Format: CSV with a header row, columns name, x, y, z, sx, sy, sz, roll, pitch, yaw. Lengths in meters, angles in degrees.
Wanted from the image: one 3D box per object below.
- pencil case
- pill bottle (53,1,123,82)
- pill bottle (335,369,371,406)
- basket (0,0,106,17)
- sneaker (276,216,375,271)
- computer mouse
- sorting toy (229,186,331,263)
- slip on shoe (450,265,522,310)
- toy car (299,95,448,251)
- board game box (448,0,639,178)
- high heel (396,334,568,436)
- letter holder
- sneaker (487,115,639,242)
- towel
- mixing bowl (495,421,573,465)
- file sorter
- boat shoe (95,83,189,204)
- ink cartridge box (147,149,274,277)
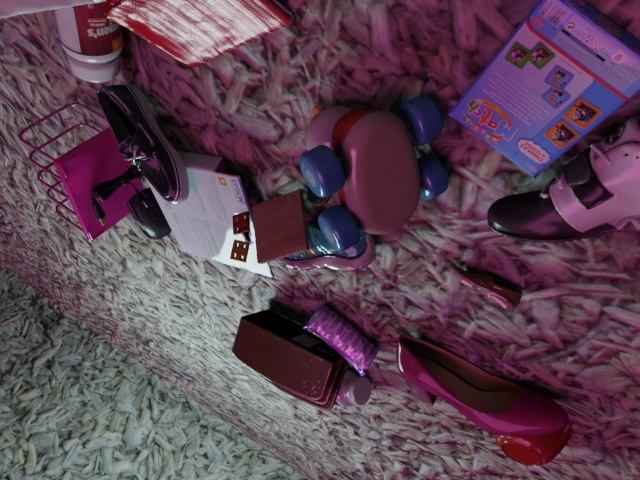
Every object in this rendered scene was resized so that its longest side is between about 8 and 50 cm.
name,x,y,z,sx,sy,sz,roll,pitch,yaw
pencil case,0.055,0.260,1.325,0.206,0.088,0.086,38,134,-1
pill bottle,-0.455,-0.432,0.981,0.121,0.121,0.221,34,144,7
pill bottle,0.058,0.444,1.508,0.180,0.108,0.107,-8,124,45
basket,-0.449,-0.469,0.661,0.328,0.332,0.266,21,127,62
sneaker,0.000,0.000,1.103,0.276,0.107,0.109,-2,109,37
computer mouse,-0.502,-0.071,1.361,0.060,0.184,0.261,38,151,37
sorting toy,-0.085,-0.023,1.074,0.275,0.132,0.046,-17,161,31
slip on shoe,0.314,0.081,0.945,0.135,0.051,0.041,34,105,20
toy car,0.051,-0.141,0.841,0.238,0.219,0.210,44,159,48
board game box,0.293,-0.197,0.654,0.160,0.039,0.211,38,144,1
high heel,0.342,0.318,1.115,0.378,0.127,0.181,0,124,36
letter holder,-0.096,0.361,1.428,0.302,0.152,0.214,22,100,22
sneaker,0.375,-0.087,0.650,0.331,0.122,0.146,-8,118,36
towel,-0.205,-0.371,0.819,0.275,0.031,0.199,-2,164,41
mixing bowl,0.479,0.456,1.160,0.182,0.098,0.181,23,141,20
file sorter,-0.636,-0.188,1.344,0.182,0.202,0.290,30,144,17
boat shoe,-0.404,-0.212,1.120,0.108,0.102,0.301,-22,95,34
ink cartridge box,-0.272,-0.071,1.265,0.331,0.071,0.323,13,137,27
